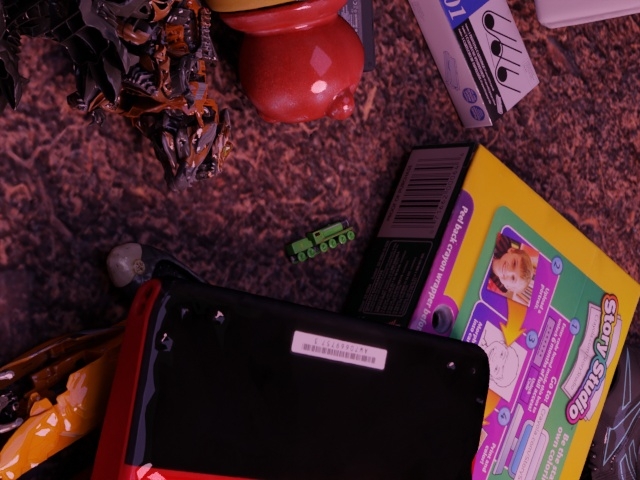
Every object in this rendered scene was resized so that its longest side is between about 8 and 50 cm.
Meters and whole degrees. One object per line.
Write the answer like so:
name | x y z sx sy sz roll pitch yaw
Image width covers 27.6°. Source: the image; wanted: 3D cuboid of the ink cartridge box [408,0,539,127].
ink cartridge box | 0.155 -0.233 1.386 0.097 0.046 0.207 -42 115 -34

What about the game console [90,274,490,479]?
game console | -0.023 0.228 1.104 0.387 0.060 0.341 15 82 -38

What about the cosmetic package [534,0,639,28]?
cosmetic package | 0.411 -0.456 1.385 0.329 0.327 0.393 -21 103 -55

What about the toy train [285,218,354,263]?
toy train | 0.000 0.000 1.267 0.083 0.017 0.023 -24 94 -38

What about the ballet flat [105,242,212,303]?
ballet flat | -0.115 0.049 1.145 0.173 0.049 0.057 34 67 -35

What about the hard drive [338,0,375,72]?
hard drive | -0.004 -0.213 1.264 0.135 0.022 0.094 -3 91 -41

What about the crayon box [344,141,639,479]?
crayon box | 0.162 0.134 1.345 0.313 0.106 0.362 37 67 -35

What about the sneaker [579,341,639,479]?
sneaker | 0.329 0.242 1.513 0.106 0.101 0.267 27 71 -14

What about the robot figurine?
robot figurine | -0.217 0.183 1.032 0.291 0.085 0.211 -30 108 -38

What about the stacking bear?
stacking bear | -0.037 -0.244 1.136 0.164 0.175 0.289 -37 119 -54

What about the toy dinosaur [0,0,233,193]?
toy dinosaur | -0.176 -0.187 1.066 0.322 0.164 0.218 55 40 -4
